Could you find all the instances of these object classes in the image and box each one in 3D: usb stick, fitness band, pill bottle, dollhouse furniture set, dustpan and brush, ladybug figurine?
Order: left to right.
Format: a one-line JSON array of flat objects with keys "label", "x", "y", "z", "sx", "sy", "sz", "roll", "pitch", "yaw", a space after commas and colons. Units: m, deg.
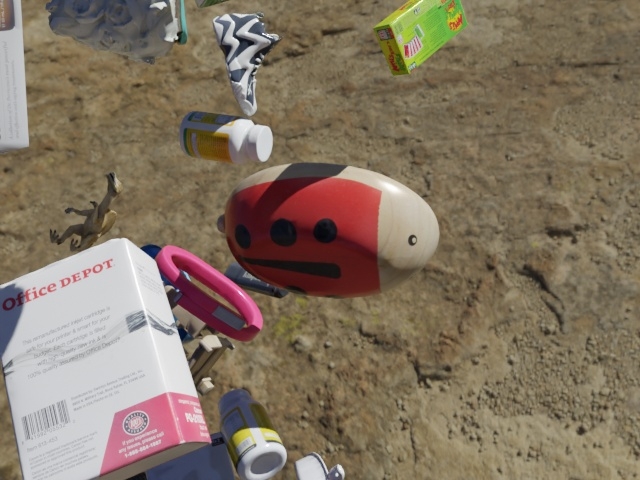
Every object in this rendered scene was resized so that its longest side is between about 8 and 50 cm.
[{"label": "dollhouse furniture set", "x": -0.355, "y": 0.264, "z": 1.669, "sx": 0.174, "sy": 0.355, "sz": 0.303, "roll": 42, "pitch": 97, "yaw": 19}, {"label": "fitness band", "x": -0.249, "y": 0.120, "z": 1.409, "sx": 0.054, "sy": 0.291, "sz": 0.209, "roll": -49, "pitch": 20, "yaw": 7}, {"label": "pill bottle", "x": -0.229, "y": -0.250, "z": 1.538, "sx": 0.209, "sy": 0.117, "sz": 0.117, "roll": 10, "pitch": 51, "yaw": 19}, {"label": "pill bottle", "x": -0.148, "y": 0.394, "z": 1.283, "sx": 0.103, "sy": 0.103, "sz": 0.184, "roll": -28, "pitch": 39, "yaw": -10}, {"label": "usb stick", "x": -0.172, "y": 0.105, "z": 1.692, "sx": 0.278, "sy": 0.045, "sz": 0.077, "roll": 9, "pitch": 53, "yaw": 50}, {"label": "ladybug figurine", "x": 0.000, "y": 0.000, "z": 1.225, "sx": 0.450, "sy": 0.305, "sz": 0.162, "roll": 3, "pitch": 43, "yaw": 17}, {"label": "dustpan and brush", "x": 0.004, "y": 0.355, "z": 0.880, "sx": 0.060, "sy": 0.211, "sz": 0.147, "roll": -15, "pitch": 57, "yaw": -8}]

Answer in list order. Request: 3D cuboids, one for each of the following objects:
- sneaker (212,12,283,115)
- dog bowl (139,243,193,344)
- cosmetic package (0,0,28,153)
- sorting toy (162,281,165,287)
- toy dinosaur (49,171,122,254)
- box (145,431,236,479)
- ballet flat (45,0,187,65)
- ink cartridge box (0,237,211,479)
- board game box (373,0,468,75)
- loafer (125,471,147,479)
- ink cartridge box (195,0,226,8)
[{"label": "sneaker", "x": -0.151, "y": -0.427, "z": 1.487, "sx": 0.153, "sy": 0.234, "sz": 0.094, "roll": -18, "pitch": 10, "yaw": -5}, {"label": "dog bowl", "x": -0.407, "y": 0.148, "z": 1.652, "sx": 0.166, "sy": 0.074, "sz": 0.297, "roll": -40, "pitch": 65, "yaw": 18}, {"label": "cosmetic package", "x": -0.519, "y": -0.270, "z": 0.767, "sx": 0.097, "sy": 0.377, "sz": 0.284, "roll": 27, "pitch": 33, "yaw": 26}, {"label": "sorting toy", "x": -0.405, "y": 0.105, "z": 1.464, "sx": 0.075, "sy": 0.044, "sz": 0.083, "roll": 20, "pitch": 33, "yaw": -5}, {"label": "toy dinosaur", "x": -0.332, "y": -0.011, "z": 0.896, "sx": 0.053, "sy": 0.183, "sz": 0.093, "roll": 41, "pitch": 27, "yaw": 11}, {"label": "box", "x": -0.279, "y": 0.541, "z": 1.369, "sx": 0.181, "sy": 0.119, "sz": 0.181, "roll": -12, "pitch": 58, "yaw": -18}, {"label": "ballet flat", "x": -0.171, "y": -0.348, "z": 0.484, "sx": 0.147, "sy": 0.408, "sz": 0.147, "roll": 3, "pitch": 17, "yaw": -1}, {"label": "ink cartridge box", "x": -0.246, "y": 0.142, "z": 0.696, "sx": 0.172, "sy": 0.100, "sz": 0.237, "roll": -23, "pitch": 70, "yaw": 1}, {"label": "board game box", "x": 0.180, "y": -0.378, "z": 1.105, "sx": 0.181, "sy": 0.092, "sz": 0.043, "roll": -43, "pitch": 31, "yaw": -25}, {"label": "loafer", "x": -0.490, "y": 0.627, "z": 1.410, "sx": 0.269, "sy": 0.092, "sz": 0.102, "roll": -18, "pitch": 35, "yaw": -31}, {"label": "ink cartridge box", "x": -0.099, "y": -0.534, "z": 1.029, "sx": 0.289, "sy": 0.211, "sz": 0.121, "roll": -25, "pitch": 8, "yaw": -22}]
